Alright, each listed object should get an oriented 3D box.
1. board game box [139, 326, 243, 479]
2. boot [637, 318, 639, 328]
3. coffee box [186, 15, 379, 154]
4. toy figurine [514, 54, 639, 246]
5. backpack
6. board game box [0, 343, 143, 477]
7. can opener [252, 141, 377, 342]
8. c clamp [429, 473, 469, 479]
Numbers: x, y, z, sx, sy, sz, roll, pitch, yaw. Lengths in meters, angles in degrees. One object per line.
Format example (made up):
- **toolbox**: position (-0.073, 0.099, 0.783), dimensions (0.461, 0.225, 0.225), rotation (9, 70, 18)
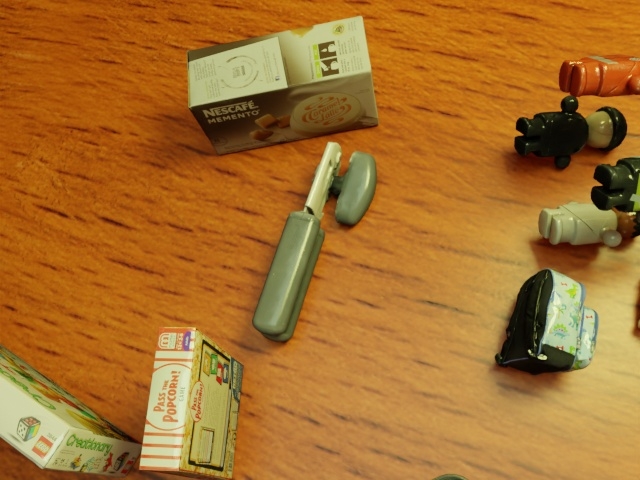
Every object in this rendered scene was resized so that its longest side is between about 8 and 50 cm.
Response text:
- **board game box**: position (-0.139, 0.194, 0.776), dimensions (0.045, 0.193, 0.147), rotation (-1, 67, 9)
- **boot**: position (0.456, 0.094, 0.792), dimensions (0.158, 0.059, 0.085), rotation (17, 75, 25)
- **coffee box**: position (-0.049, -0.214, 0.956), dimensions (0.246, 0.141, 0.098), rotation (-9, 67, 5)
- **toy figurine**: position (0.350, -0.104, 0.809), dimensions (0.148, 0.213, 0.210), rotation (-6, 69, -10)
- **backpack**: position (0.271, 0.098, 0.797), dimensions (0.084, 0.105, 0.114), rotation (19, 70, -7)
- **board game box**: position (-0.379, 0.182, 0.823), dimensions (0.305, 0.193, 0.053), rotation (27, 75, 18)
- **can opener**: position (0.000, 0.000, 0.896), dimensions (0.095, 0.076, 0.283), rotation (13, 72, 15)
- **c clamp**: position (0.124, 0.348, 0.764), dimensions (0.160, 0.022, 0.137), rotation (-29, 61, -1)
